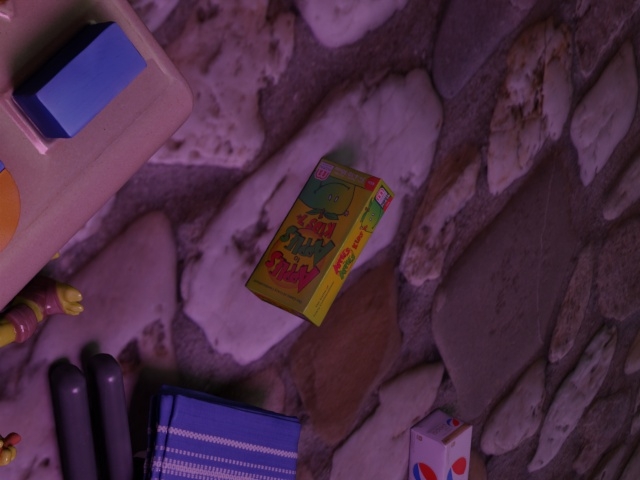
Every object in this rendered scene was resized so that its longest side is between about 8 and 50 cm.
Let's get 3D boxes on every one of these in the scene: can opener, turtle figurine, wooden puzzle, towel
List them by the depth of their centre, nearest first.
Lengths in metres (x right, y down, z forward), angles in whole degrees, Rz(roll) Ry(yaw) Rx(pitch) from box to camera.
[{"bbox_3d":[-0.273,-0.125,0.888,0.322,0.081,0.347,-50,126,-24],"label":"wooden puzzle"},{"bbox_3d":[-0.305,0.098,1.014,0.217,0.087,0.269,-50,124,-38],"label":"turtle figurine"},{"bbox_3d":[-0.219,0.257,1.198,0.076,0.095,0.283,-15,122,-24],"label":"can opener"},{"bbox_3d":[-0.122,0.339,1.264,0.243,0.040,0.335,23,71,-50],"label":"towel"}]

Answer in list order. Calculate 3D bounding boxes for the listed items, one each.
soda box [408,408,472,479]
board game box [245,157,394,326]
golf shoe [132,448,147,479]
[{"bbox_3d":[0.184,0.377,1.815,0.074,0.069,0.216,-28,128,-42],"label":"soda box"},{"bbox_3d":[0.000,0.000,1.356,0.181,0.092,0.043,-59,144,-12],"label":"board game box"},{"bbox_3d":[-0.144,0.230,1.326,0.198,0.077,0.093,8,80,-52],"label":"golf shoe"}]
